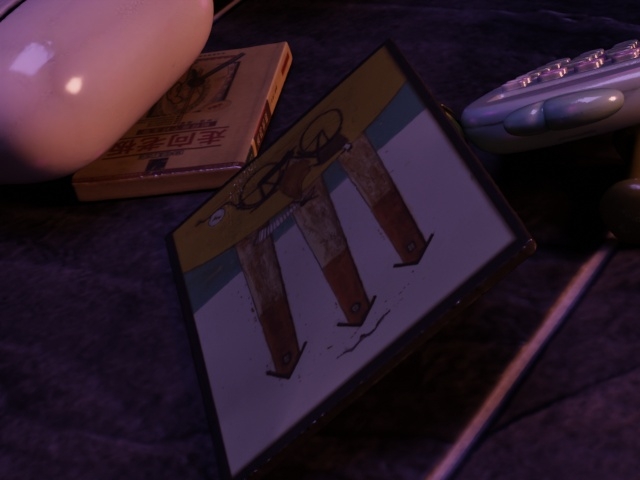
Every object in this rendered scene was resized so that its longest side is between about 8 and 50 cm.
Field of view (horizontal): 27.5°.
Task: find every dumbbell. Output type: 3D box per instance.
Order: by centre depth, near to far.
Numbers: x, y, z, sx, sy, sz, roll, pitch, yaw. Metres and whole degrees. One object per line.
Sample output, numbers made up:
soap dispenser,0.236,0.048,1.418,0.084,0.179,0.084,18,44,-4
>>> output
dumbbell,0.230,-0.047,0.938,0.046,0.052,0.118,-36,19,36

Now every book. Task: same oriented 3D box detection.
book,-0.123,-0.113,1.206,0.161,0.026,0.231,-6,34,14

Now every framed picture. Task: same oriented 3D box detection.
framed picture,0.000,0.000,0.900,0.244,0.013,0.324,-41,30,11

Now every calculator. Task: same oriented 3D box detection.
calculator,0.203,-0.112,0.977,0.185,0.041,0.299,-13,11,22

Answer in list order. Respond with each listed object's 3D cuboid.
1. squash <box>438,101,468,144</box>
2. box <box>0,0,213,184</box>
squash,0.075,-0.016,0.926,0.095,0.095,0.188,-13,36,4
box,-0.285,-0.163,1.209,0.349,0.141,0.289,0,37,37
